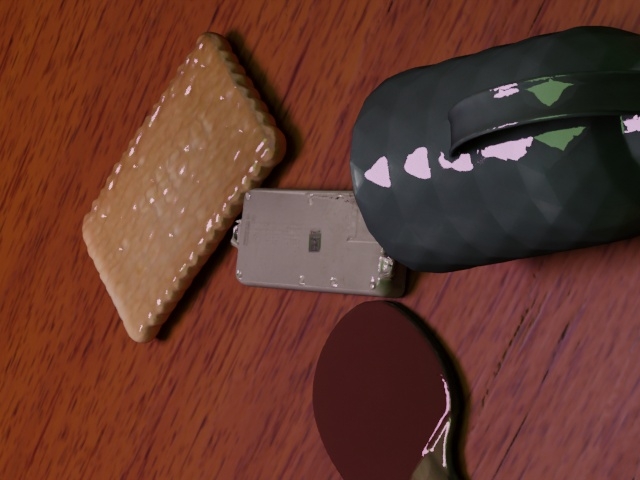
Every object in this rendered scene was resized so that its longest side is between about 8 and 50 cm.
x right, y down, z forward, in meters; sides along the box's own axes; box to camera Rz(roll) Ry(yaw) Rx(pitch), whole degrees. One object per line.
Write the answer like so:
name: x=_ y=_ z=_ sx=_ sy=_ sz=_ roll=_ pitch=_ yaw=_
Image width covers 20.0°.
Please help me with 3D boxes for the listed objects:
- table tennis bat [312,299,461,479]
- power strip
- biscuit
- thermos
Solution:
table tennis bat: x=0.066 y=0.149 z=1.342 sx=0.138 sy=0.022 sz=0.246 roll=-59 pitch=44 yaw=26
power strip: x=0.000 y=0.000 z=1.425 sx=0.192 sy=0.035 sz=0.081 roll=3 pitch=86 yaw=49
biscuit: x=-0.122 y=-0.044 z=1.574 sx=0.250 sy=0.030 sz=0.160 roll=-54 pitch=48 yaw=29
thermos: x=0.148 y=-0.067 z=1.159 sx=0.286 sy=0.182 sz=0.145 roll=-13 pitch=75 yaw=49
